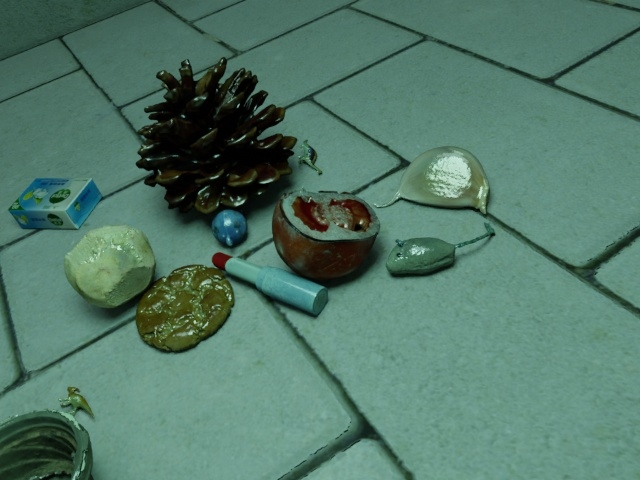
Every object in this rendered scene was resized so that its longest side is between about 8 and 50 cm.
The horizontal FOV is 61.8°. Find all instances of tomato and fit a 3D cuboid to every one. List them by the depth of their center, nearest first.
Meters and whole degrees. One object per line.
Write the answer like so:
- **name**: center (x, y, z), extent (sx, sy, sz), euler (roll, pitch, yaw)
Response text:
- **tomato**: center (0.000, 0.000, 1.101), extent (0.213, 0.155, 0.181), euler (4, 36, -23)

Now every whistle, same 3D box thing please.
- **whistle**: center (-0.214, -0.043, 1.260), extent (0.090, 0.090, 0.158), euler (-13, 44, 2)

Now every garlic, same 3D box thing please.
- **garlic**: center (0.257, -0.145, 1.243), extent (0.266, 0.129, 0.148), euler (-3, 31, 28)

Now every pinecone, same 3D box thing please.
- **pinecone**: center (-0.262, -0.252, 1.290), extent (0.397, 0.398, 0.398), euler (-8, 43, 7)

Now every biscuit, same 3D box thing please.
- **biscuit**: center (-0.288, 0.134, 1.130), extent (0.225, 0.042, 0.226), euler (-8, 42, 8)

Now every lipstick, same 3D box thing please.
- **lipstick**: center (-0.114, 0.079, 1.114), extent (0.273, 0.068, 0.061), euler (19, 93, 28)

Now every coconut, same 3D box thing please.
- **coconut**: center (-0.450, 0.052, 1.161), extent (0.194, 0.195, 0.195), euler (-8, 43, 7)

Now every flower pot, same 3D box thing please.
- **flower pot**: center (-0.448, 0.395, 0.831), extent (0.235, 0.141, 0.236), euler (-6, 44, 6)

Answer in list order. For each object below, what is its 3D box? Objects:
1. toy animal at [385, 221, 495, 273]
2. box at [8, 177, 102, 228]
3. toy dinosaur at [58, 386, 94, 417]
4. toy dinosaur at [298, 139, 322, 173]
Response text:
- **toy animal**: center (0.252, 0.013, 1.090), extent (0.252, 0.070, 0.079), euler (-18, 59, -7)
- **box**: center (-0.727, -0.103, 1.471), extent (0.194, 0.073, 0.139), euler (1, 45, 16)
- **toy dinosaur**: center (-0.462, 0.308, 1.005), extent (0.041, 0.026, 0.113), euler (-24, 32, -34)
- **toy dinosaur**: center (-0.039, -0.232, 1.445), extent (0.058, 0.037, 0.180), euler (1, 48, -17)
